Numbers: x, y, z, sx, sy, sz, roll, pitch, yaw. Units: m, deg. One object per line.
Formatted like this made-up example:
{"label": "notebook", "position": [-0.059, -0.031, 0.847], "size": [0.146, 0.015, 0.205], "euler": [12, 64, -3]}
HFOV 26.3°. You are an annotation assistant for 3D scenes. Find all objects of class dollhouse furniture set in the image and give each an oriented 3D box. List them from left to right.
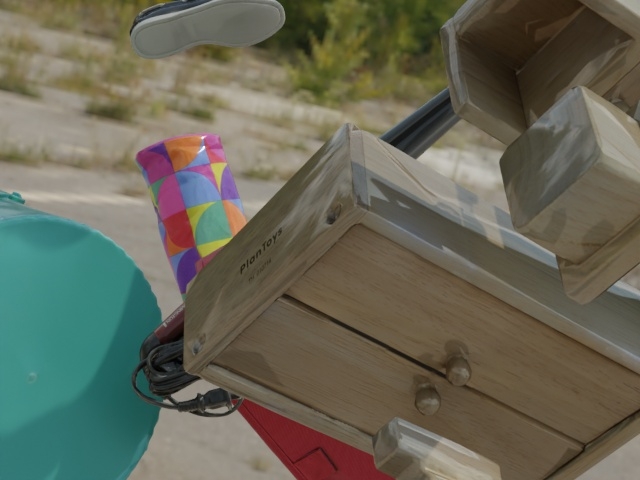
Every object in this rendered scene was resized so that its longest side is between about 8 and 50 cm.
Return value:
{"label": "dollhouse furniture set", "position": [0.065, 0.134, 0.408], "size": [0.174, 0.303, 0.355], "euler": [27, 36, -27]}

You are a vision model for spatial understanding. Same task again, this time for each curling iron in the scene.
{"label": "curling iron", "position": [0.000, 0.000, 0.797], "size": [0.068, 0.274, 0.035], "euler": [43, -9, 14]}

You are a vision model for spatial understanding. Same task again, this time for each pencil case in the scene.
{"label": "pencil case", "position": [-0.125, 0.004, 1.464], "size": [0.104, 0.236, 0.104], "euler": [-14, -6, -2]}

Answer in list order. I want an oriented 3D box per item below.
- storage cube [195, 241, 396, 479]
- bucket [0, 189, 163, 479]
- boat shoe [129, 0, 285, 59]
{"label": "storage cube", "position": [0.043, 0.074, 1.044], "size": [0.215, 0.193, 0.183], "euler": [55, 8, -32]}
{"label": "bucket", "position": [-0.265, 0.092, 1.045], "size": [0.281, 0.281, 0.183], "euler": [5, 1, -42]}
{"label": "boat shoe", "position": [-0.092, -0.177, 1.104], "size": [0.125, 0.046, 0.038], "euler": [-14, 36, 2]}
